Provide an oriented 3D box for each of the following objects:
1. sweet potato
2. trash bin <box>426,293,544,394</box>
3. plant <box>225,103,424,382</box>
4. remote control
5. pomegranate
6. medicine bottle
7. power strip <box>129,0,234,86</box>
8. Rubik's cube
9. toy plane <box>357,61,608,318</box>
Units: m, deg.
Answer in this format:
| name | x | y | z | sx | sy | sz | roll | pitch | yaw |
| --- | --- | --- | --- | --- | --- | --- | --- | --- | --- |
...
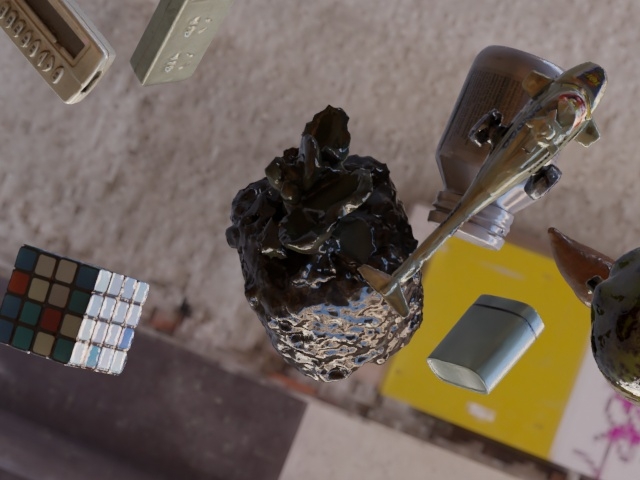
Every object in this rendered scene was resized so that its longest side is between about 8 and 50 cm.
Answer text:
| name | x | y | z | sx | sy | sz | roll | pitch | yaw |
| --- | --- | --- | --- | --- | --- | --- | --- | --- | --- |
| sweet potato | 0.481 | 0.096 | 2.335 | 0.095 | 0.354 | 0.106 | -47 | 154 | -22 |
| trash bin | 0.226 | 0.141 | 2.184 | 0.130 | 0.116 | 0.059 | -46 | 120 | -22 |
| plant | 0.000 | 0.000 | 1.825 | 0.312 | 0.213 | 0.215 | 65 | 7 | -52 |
| remote control | -0.330 | -0.268 | 1.847 | 0.090 | 0.230 | 0.049 | -45 | 167 | 26 |
| pomegranate | 0.461 | 0.112 | 1.947 | 0.204 | 0.276 | 0.222 | 38 | 79 | -37 |
| medicine bottle | 0.205 | -0.103 | 1.821 | 0.135 | 0.135 | 0.215 | 43 | 69 | -81 |
| power strip | -0.181 | -0.328 | 2.238 | 0.093 | 0.053 | 0.288 | -12 | 153 | -36 |
| Rubik's cube | -0.375 | 0.106 | 2.391 | 0.155 | 0.151 | 0.154 | 21 | 85 | -63 |
| toy plane | 0.155 | -0.053 | 1.431 | 0.286 | 0.092 | 0.108 | -45 | -177 | 4 |
